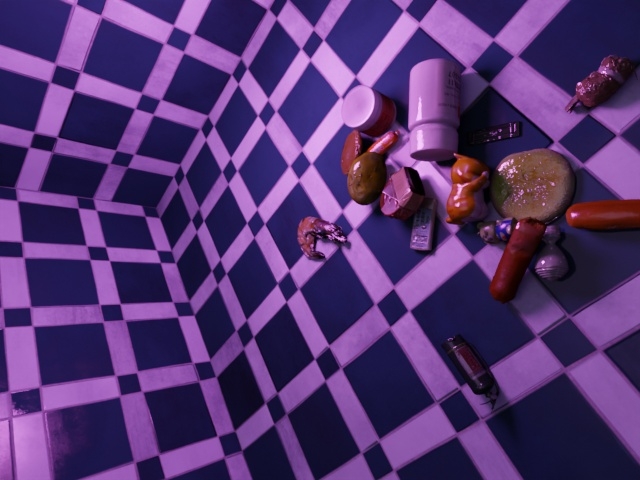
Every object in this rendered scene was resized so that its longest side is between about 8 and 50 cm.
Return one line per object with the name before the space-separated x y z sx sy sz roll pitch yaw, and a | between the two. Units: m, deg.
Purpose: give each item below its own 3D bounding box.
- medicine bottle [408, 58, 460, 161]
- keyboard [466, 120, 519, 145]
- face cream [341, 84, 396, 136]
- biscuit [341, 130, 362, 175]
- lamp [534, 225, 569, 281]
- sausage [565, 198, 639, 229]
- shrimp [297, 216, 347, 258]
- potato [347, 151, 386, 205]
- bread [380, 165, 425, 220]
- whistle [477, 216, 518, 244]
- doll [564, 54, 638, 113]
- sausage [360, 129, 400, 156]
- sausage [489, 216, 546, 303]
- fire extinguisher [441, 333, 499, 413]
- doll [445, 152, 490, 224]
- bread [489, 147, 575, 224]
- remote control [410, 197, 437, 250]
medicine bottle | 0.472 -0.531 1.705 0.211 0.211 0.370 -1 85 43
keyboard | 0.681 -0.423 1.632 0.205 0.013 0.061 -3 84 42
face cream | 0.231 -0.608 1.950 0.201 0.187 0.200 -5 82 43
biscuit | 0.156 -0.434 2.047 0.226 0.042 0.225 -172 90 -72
lamp | 0.797 0.047 1.424 0.106 0.106 0.192 -8 70 42
sausage | 0.924 -0.080 1.320 0.239 0.098 0.097 -1 85 41
shrimp | 0.000 0.000 2.191 0.365 0.071 0.232 19 108 42
potato | 0.218 -0.291 1.934 0.148 0.187 0.253 -104 33 -81
bread | 0.351 -0.200 1.807 0.212 0.143 0.224 -49 34 42
whistle | 0.689 -0.035 1.524 0.228 0.085 0.105 -8 124 48
doll | 0.914 -0.510 1.362 0.221 0.105 0.114 -40 62 32
sausage | 0.286 -0.445 1.962 0.234 0.071 0.071 -40 60 33
sausage | 0.696 0.070 1.466 0.097 0.094 0.348 22 120 20
fire extinguisher | 0.586 0.503 1.570 0.294 0.118 0.093 59 158 30
doll | 0.578 -0.192 1.605 0.162 0.167 0.269 14 92 43
bread | 0.764 -0.194 1.512 0.302 0.045 0.300 -4 84 44
remote control | 0.450 -0.072 1.794 0.098 0.038 0.233 7 92 44
